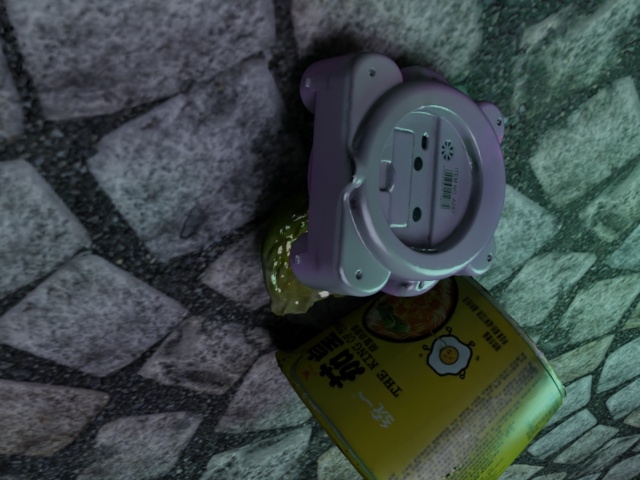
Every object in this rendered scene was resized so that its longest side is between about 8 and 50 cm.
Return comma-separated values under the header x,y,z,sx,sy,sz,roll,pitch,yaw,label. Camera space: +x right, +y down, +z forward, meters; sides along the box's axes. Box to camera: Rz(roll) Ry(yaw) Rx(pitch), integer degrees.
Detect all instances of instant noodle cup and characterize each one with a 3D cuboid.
x,y,z,sx,sy,sz,roll,pitch,yaw,label
0.138,0.192,1.047,0.254,0.325,0.325,-40,144,-3,instant noodle cup

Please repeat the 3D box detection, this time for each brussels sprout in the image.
x,y,z,sx,sy,sz,roll,pitch,yaw,label
-0.002,-0.001,0.886,0.139,0.100,0.181,15,129,-35,brussels sprout

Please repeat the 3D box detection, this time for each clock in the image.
x,y,z,sx,sy,sz,roll,pitch,yaw,label
0.087,-0.058,0.801,0.248,0.090,0.227,2,92,-43,clock
